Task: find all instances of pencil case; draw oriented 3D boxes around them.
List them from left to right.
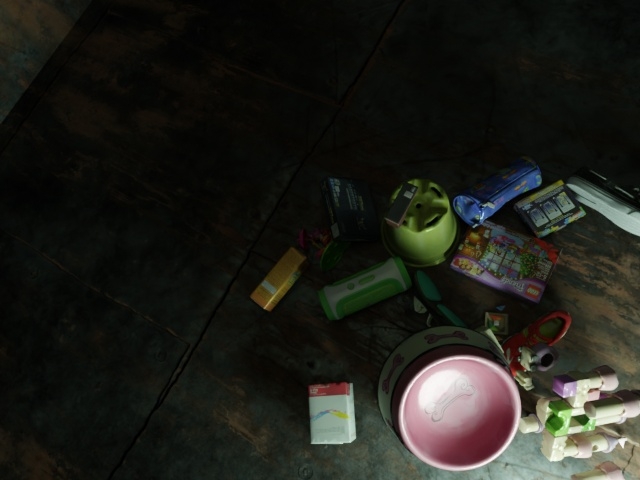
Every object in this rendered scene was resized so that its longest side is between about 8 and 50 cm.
[{"bbox_3d":[0.585,-0.164,1.579,0.306,0.133,0.119,-31,100,-14],"label":"pencil case"}]

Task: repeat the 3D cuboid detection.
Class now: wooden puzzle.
[{"bbox_3d":[0.566,0.267,1.544,0.079,0.014,0.116,-3,72,11],"label":"wooden puzzle"}]

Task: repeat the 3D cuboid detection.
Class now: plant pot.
[{"bbox_3d":[0.324,-0.074,1.576,0.276,0.254,0.275,-4,72,11],"label":"plant pot"}]

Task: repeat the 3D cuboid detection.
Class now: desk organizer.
[{"bbox_3d":[0.244,-0.104,1.440,0.047,0.050,0.130,27,81,19],"label":"desk organizer"}]

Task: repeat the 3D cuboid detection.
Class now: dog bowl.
[{"bbox_3d":[0.373,0.456,1.365,0.408,0.150,0.407,0,98,-1],"label":"dog bowl"}]

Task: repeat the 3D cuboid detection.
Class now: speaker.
[{"bbox_3d":[0.147,0.161,1.604,0.297,0.131,0.131,-24,69,4],"label":"speaker"}]

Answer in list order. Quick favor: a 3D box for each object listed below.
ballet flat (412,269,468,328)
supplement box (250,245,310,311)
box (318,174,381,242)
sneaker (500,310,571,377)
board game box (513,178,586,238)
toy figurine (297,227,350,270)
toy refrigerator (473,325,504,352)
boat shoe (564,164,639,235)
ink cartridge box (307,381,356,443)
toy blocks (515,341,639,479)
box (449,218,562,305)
[{"bbox_3d":[0.357,0.219,1.549,0.096,0.095,0.280,-54,42,24],"label":"ballet flat"},{"bbox_3d":[-0.139,0.136,1.705,0.080,0.078,0.233,36,84,20],"label":"supplement box"},{"bbox_3d":[0.104,-0.108,1.682,0.059,0.184,0.232,-35,60,48],"label":"box"},{"bbox_3d":[0.641,0.304,1.460,0.279,0.118,0.107,-43,68,-3],"label":"sneaker"},{"bbox_3d":[0.753,-0.099,1.591,0.170,0.048,0.141,-29,71,7],"label":"board game box"},{"bbox_3d":[0.000,0.000,1.711,0.159,0.130,0.173,31,60,29],"label":"toy figurine"},{"bbox_3d":[0.417,0.371,1.488,0.270,0.102,0.094,-29,83,2],"label":"toy refrigerator"},{"bbox_3d":[0.953,-0.131,1.527,0.335,0.121,0.119,40,89,22],"label":"boat shoe"},{"bbox_3d":[0.037,0.540,1.511,0.128,0.128,0.176,-7,71,10],"label":"ink cartridge box"},{"bbox_3d":[0.739,0.463,1.326,0.260,0.309,0.288,-5,108,-14],"label":"toy blocks"},{"bbox_3d":[0.603,0.059,1.578,0.293,0.057,0.200,25,80,18],"label":"box"}]
